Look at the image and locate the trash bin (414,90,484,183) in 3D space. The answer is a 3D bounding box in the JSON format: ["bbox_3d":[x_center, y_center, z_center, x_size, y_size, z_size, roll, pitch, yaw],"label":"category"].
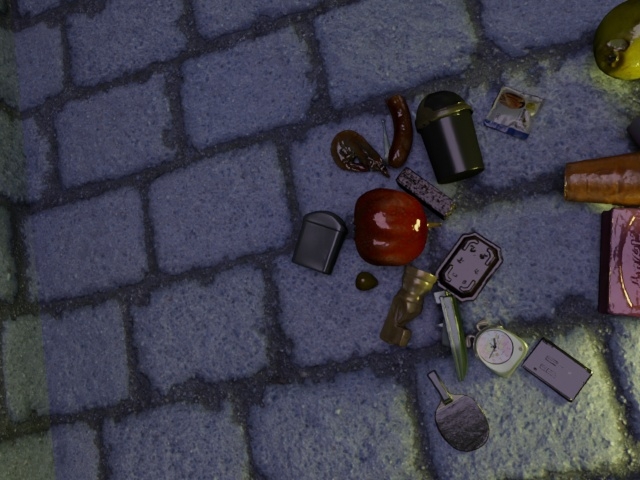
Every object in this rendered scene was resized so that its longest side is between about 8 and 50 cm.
[{"bbox_3d":[0.467,-0.390,1.861,0.214,0.214,0.334,-16,81,12],"label":"trash bin"}]

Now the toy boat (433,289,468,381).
[{"bbox_3d":[0.458,0.334,1.792,0.092,0.141,0.319,-13,79,12],"label":"toy boat"}]

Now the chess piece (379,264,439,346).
[{"bbox_3d":[0.312,0.241,1.855,0.137,0.137,0.301,24,92,17],"label":"chess piece"}]

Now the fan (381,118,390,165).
[{"bbox_3d":[0.262,-0.390,2.016,0.038,0.016,0.193,-7,81,5],"label":"fan"}]

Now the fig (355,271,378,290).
[{"bbox_3d":[0.176,0.156,1.932,0.088,0.074,0.074,4,83,0],"label":"fig"}]

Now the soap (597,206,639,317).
[{"bbox_3d":[1.061,0.075,1.680,0.233,0.128,0.359,4,84,15],"label":"soap"}]

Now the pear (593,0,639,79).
[{"bbox_3d":[1.076,-0.684,1.726,0.269,0.269,0.321,41,75,16],"label":"pear"}]

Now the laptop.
[{"bbox_3d":[0.813,0.442,1.749,0.197,0.016,0.135,36,91,17],"label":"laptop"}]

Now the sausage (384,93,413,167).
[{"bbox_3d":[0.307,-0.428,1.976,0.103,0.076,0.302,-3,80,8],"label":"sausage"}]

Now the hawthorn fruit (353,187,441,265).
[{"bbox_3d":[0.280,-0.050,1.851,0.330,0.287,0.287,-2,81,-4],"label":"hawthorn fruit"}]

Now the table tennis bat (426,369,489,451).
[{"bbox_3d":[0.473,0.603,1.812,0.173,0.022,0.301,-34,76,9],"label":"table tennis bat"}]

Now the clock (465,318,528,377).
[{"bbox_3d":[0.612,0.372,1.788,0.191,0.062,0.151,37,93,17],"label":"clock"}]

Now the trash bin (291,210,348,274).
[{"bbox_3d":[0.000,0.000,1.987,0.177,0.101,0.236,18,89,15],"label":"trash bin"}]

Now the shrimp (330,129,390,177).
[{"bbox_3d":[0.151,-0.320,2.011,0.152,0.063,0.287,-46,71,7],"label":"shrimp"}]

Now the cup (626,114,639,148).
[{"bbox_3d":[1.173,-0.307,1.685,0.203,0.203,0.288,-34,69,8],"label":"cup"}]

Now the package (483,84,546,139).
[{"bbox_3d":[0.723,-0.479,1.900,0.171,0.027,0.173,26,86,17],"label":"package"}]

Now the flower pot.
[{"bbox_3d":[0.534,0.093,1.838,0.179,0.084,0.251,36,93,17],"label":"flower pot"}]

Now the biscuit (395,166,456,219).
[{"bbox_3d":[0.396,-0.171,1.901,0.252,0.106,0.070,41,94,17],"label":"biscuit"}]

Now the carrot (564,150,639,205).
[{"bbox_3d":[0.970,-0.196,1.729,0.254,0.196,0.196,-2,81,28],"label":"carrot"}]
